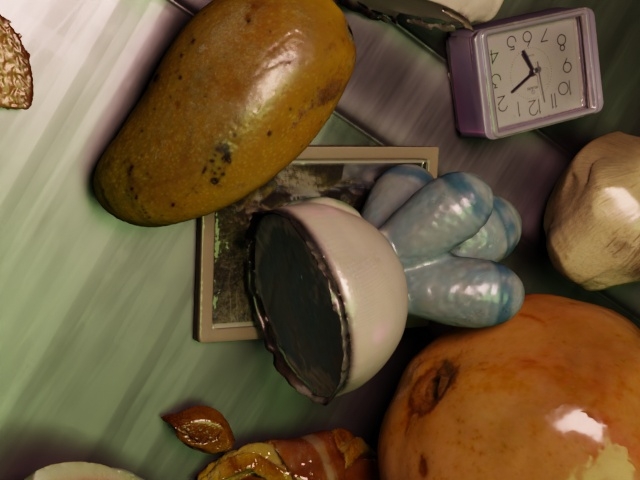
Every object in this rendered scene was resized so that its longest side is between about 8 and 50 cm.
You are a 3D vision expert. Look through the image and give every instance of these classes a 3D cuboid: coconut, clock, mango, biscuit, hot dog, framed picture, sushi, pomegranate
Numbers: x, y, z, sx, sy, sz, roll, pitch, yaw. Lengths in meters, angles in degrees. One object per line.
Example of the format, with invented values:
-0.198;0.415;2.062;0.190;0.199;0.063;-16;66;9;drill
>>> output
0.399;-0.039;1.542;0.224;0.224;0.224;-5;101;-27;coconut
0.262;-0.213;1.522;0.193;0.073;0.144;-16;105;-24;clock
-0.104;-0.144;1.287;0.329;0.176;0.175;-49;125;-11;mango
-0.392;-0.197;1.213;0.206;0.025;0.126;4;97;-29;biscuit
-0.020;0.298;1.453;0.262;0.093;0.123;-9;104;-26;hot dog
0.000;0.000;1.454;0.324;0.020;0.240;-1;100;-27;framed picture
-0.136;0.222;1.408;0.099;0.047;0.050;36;100;-27;sushi
0.269;0.279;1.435;0.412;0.411;0.411;-5;101;-27;pomegranate

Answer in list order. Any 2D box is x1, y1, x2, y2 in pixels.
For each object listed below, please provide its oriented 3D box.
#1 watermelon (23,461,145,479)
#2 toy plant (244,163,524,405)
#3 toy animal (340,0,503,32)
-0.237;0.383;1.308;0.305;0.180;0.224;34;97;-29;watermelon
0.101;0.026;1.378;0.332;0.247;0.247;-20;107;-25;toy plant
0.131;-0.404;1.357;0.247;0.183;0.310;14;92;-29;toy animal
